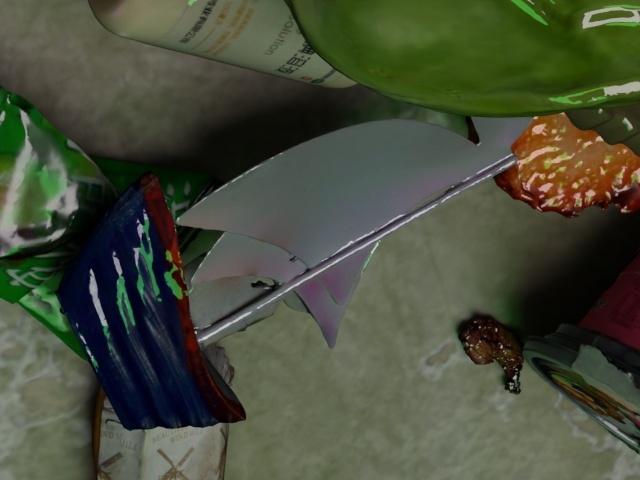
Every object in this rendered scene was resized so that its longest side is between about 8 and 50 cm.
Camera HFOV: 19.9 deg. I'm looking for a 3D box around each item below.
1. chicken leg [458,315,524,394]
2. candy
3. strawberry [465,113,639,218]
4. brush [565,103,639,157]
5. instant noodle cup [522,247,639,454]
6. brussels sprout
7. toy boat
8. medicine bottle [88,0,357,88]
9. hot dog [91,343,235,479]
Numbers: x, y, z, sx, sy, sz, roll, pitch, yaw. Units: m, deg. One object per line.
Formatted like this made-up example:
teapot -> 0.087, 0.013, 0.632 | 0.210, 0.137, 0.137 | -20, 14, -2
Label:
chicken leg -> 0.128, 0.080, 1.308 | 0.036, 0.021, 0.083 | -52, 130, -4
candy -> -0.157, -0.010, 1.091 | 0.141, 0.078, 0.203 | -45, 141, 16
strawberry -> 0.165, -0.085, 1.193 | 0.145, 0.086, 0.145 | -10, 119, -19
brush -> 0.246, -0.076, 1.144 | 0.301, 0.084, 0.071 | 19, 110, -35
instant noodle cup -> 0.295, 0.074, 1.264 | 0.258, 0.302, 0.181 | 35, 84, -3
brussels sprout -> 0.109, -0.208, 0.904 | 0.328, 0.247, 0.328 | -8, 118, -15
toy boat -> -0.022, -0.004, 1.078 | 0.318, 0.072, 0.219 | -42, 140, 10
medicine bottle -> -0.004, -0.148, 1.062 | 0.252, 0.114, 0.114 | 12, 111, -31
hot dog -> -0.106, 0.153, 1.214 | 0.108, 0.059, 0.191 | -13, 119, -34
